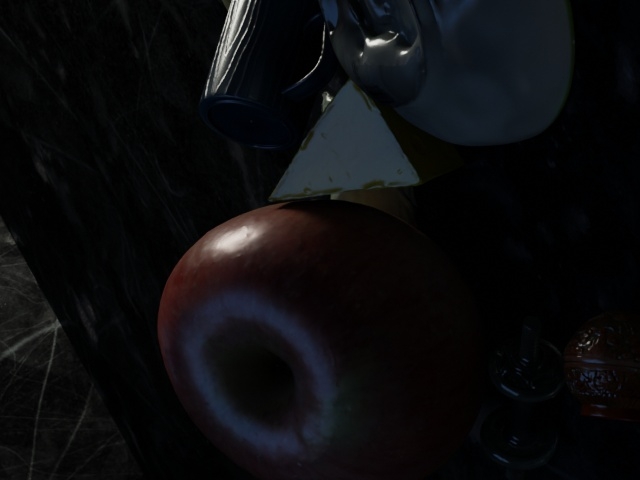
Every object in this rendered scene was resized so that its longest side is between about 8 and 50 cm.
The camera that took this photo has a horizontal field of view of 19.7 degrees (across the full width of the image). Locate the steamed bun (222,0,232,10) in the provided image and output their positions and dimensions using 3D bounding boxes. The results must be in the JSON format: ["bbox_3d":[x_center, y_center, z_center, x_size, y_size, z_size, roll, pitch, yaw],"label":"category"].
[{"bbox_3d":[-0.091,-0.345,1.875,0.295,0.137,0.292,55,155,23],"label":"steamed bun"}]

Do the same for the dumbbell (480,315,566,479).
[{"bbox_3d":[0.204,0.163,1.855,0.081,0.081,0.254,47,153,35],"label":"dumbbell"}]

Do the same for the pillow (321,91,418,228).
[{"bbox_3d":[0.057,-0.049,1.973,0.128,0.051,0.229,32,145,38],"label":"pillow"}]

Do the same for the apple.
[{"bbox_3d":[0.014,0.103,1.919,0.345,0.269,0.345,15,117,31],"label":"apple"}]

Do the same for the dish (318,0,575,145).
[{"bbox_3d":[0.079,-0.217,1.651,0.324,0.124,0.324,47,153,34],"label":"dish"}]

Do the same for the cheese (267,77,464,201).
[{"bbox_3d":[0.032,-0.082,1.844,0.171,0.093,0.126,-33,85,35],"label":"cheese"}]

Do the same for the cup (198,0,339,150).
[{"bbox_3d":[-0.048,-0.178,1.821,0.113,0.138,0.150,20,157,-7],"label":"cup"}]

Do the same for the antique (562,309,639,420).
[{"bbox_3d":[0.265,0.110,1.642,0.104,0.104,0.104,48,153,34],"label":"antique"}]
